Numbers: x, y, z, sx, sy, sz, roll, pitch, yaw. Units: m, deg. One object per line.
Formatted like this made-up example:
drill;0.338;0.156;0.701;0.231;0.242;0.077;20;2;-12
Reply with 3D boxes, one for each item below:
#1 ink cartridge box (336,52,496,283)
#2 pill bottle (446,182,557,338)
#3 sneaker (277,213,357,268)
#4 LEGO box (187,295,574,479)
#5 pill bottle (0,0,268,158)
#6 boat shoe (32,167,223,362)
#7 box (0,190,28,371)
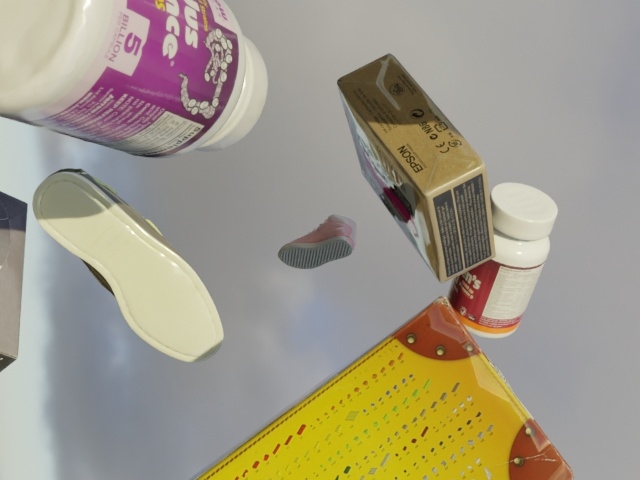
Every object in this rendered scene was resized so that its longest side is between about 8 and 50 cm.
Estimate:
ink cartridge box;0.122;-0.091;1.252;0.235;0.088;0.193;57;-9;38
pill bottle;0.272;0.030;1.480;0.121;0.121;0.221;-117;-148;-47
sneaker;0.000;0.000;1.531;0.051;0.134;0.070;55;37;-32
LEGO box;-0.039;0.288;0.972;0.193;0.500;0.372;53;-5;7
pill bottle;-0.167;-0.162;0.841;0.301;0.169;0.169;11;70;-65
boat shoe;-0.236;0.028;1.251;0.305;0.109;0.091;48;4;-15
box;-0.469;0.047;1.208;0.142;0.163;0.247;-36;-135;28
